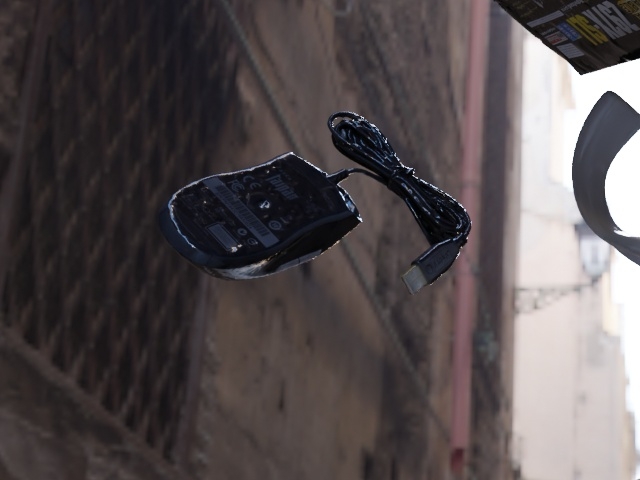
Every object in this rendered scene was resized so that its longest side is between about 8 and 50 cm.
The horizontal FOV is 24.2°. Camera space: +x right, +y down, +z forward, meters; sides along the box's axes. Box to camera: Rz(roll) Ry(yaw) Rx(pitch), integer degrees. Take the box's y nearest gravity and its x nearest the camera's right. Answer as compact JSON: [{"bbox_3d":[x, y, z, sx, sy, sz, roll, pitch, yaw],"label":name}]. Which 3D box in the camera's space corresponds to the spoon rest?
[{"bbox_3d":[0.259,0.009,1.041,0.084,0.276,0.137,-46,-45,15],"label":"spoon rest"}]

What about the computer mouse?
[{"bbox_3d":[0.000,0.000,1.229,0.262,0.184,0.060,-29,-28,-41],"label":"computer mouse"}]

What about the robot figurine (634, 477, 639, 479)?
[{"bbox_3d":[0.232,0.178,0.742,0.209,0.173,0.278,49,-45,-5],"label":"robot figurine"}]

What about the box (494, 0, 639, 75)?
[{"bbox_3d":[0.140,-0.229,0.997,0.257,0.079,0.322,38,-1,-4],"label":"box"}]
